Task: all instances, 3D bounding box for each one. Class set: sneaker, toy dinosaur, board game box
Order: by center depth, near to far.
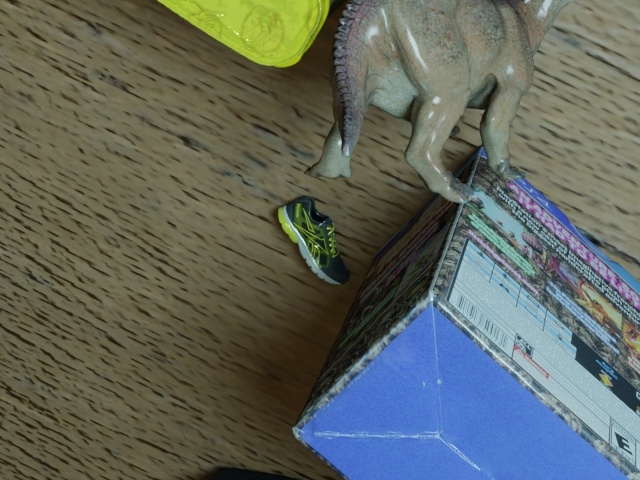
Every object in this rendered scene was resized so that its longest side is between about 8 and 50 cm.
[{"bbox_3d":[0.081,-0.144,0.889,0.127,0.295,0.200,19,117,38],"label":"toy dinosaur"},{"bbox_3d":[0.139,0.097,0.928,0.232,0.291,0.141,42,116,-5],"label":"board game box"},{"bbox_3d":[0.000,0.000,1.066,0.035,0.031,0.083,-36,100,23],"label":"sneaker"}]

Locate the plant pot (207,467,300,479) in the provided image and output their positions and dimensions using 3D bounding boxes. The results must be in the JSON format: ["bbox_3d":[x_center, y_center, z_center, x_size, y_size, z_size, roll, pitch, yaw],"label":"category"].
[{"bbox_3d":[-0.062,0.309,1.134,0.167,0.188,0.187,28,116,16],"label":"plant pot"}]

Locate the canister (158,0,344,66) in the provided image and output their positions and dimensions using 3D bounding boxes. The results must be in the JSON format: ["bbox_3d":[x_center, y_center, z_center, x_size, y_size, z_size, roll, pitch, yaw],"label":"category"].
[{"bbox_3d":[-0.040,-0.195,0.920,0.126,0.170,0.073,32,115,-1],"label":"canister"}]
